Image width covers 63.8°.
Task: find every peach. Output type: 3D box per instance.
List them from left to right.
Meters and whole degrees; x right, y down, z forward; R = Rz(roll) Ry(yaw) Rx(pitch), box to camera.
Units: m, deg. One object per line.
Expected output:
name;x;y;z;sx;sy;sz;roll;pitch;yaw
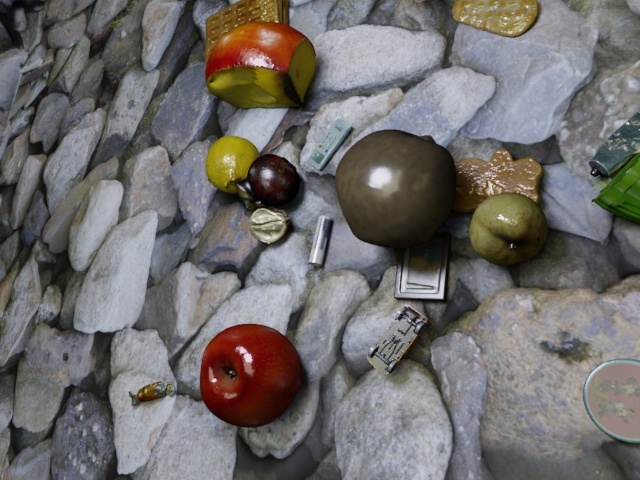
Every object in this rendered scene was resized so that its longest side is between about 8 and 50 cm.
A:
peach;-0.179;-0.551;1.596;0.381;0.306;0.242;14;86;39

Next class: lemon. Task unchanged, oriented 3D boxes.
lemon;-0.270;-0.233;1.596;0.174;0.173;0.206;-28;33;20

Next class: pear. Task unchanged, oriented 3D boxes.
pear;0.404;-0.022;1.114;0.167;0.167;0.136;-28;38;20

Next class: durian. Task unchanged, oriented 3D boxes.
durian;-0.136;-0.052;1.505;0.140;0.071;0.110;-16;100;22

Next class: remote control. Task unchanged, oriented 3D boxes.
remote control;0.029;-0.285;1.525;0.162;0.029;0.061;-54;52;9

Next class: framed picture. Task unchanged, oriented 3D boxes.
framed picture;0.250;0.063;1.258;0.128;0.023;0.168;-1;71;31

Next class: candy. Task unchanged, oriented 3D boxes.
candy;-0.518;0.462;1.559;0.182;0.046;0.053;-22;63;20

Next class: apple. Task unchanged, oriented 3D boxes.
apple;-0.177;0.338;1.297;0.261;0.216;0.260;-9;70;26

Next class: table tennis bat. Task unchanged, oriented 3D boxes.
table tennis bat;0.616;0.294;0.942;0.244;0.040;0.152;-8;67;34

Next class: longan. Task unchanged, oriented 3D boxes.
longan;0.173;-0.132;1.224;0.288;0.288;0.350;-37;31;14

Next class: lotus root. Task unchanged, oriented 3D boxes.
lotus root;0.663;-0.092;0.998;0.186;0.186;0.186;-12;66;28

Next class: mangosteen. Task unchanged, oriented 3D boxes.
mangosteen;-0.150;-0.165;1.499;0.184;0.172;0.172;-33;55;-8

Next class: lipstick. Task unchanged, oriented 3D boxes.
lipstick;0.000;0.000;1.425;0.040;0.040;0.141;4;73;32

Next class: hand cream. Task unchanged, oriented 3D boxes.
hand cream;0.670;-0.232;1.094;0.248;0.052;0.075;-48;40;9

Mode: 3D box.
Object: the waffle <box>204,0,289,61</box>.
waffle;-0.264;-0.757;1.845;0.328;0.098;0.224;-14;67;28

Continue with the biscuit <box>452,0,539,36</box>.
biscuit;0.466;-0.622;1.387;0.247;0.029;0.118;36;93;36

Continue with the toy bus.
toy bus;0.183;0.233;1.202;0.070;0.074;0.162;36;90;28

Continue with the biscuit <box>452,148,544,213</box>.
biscuit;0.400;-0.131;1.234;0.249;0.035;0.184;1;72;32
